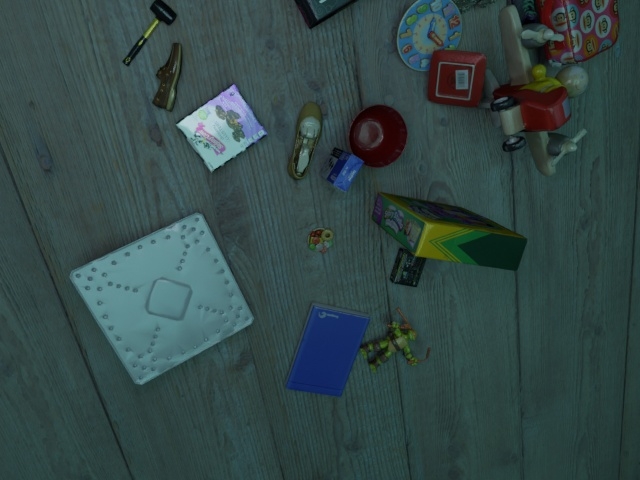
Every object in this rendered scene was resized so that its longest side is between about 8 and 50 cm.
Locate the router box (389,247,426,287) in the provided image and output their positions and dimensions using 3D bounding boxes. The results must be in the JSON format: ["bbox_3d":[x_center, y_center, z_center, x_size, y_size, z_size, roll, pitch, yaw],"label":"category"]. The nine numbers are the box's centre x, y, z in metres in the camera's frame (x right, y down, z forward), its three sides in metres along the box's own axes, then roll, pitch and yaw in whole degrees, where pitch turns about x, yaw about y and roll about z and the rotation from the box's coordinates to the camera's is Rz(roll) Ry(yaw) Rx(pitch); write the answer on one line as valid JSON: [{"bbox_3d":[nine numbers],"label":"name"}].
[{"bbox_3d":[0.298,0.093,1.575,0.092,0.038,0.122,12,104,-17],"label":"router box"}]

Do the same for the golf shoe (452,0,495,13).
[{"bbox_3d":[0.422,-0.715,1.344,0.176,0.069,0.086,-10,69,3],"label":"golf shoe"}]

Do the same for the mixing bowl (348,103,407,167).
[{"bbox_3d":[0.157,-0.313,1.381,0.181,0.098,0.181,-4,108,-13],"label":"mixing bowl"}]

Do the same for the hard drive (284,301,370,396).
[{"bbox_3d":[0.023,0.383,1.602,0.210,0.040,0.318,14,104,-17],"label":"hard drive"}]

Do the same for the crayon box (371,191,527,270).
[{"bbox_3d":[0.360,-0.035,1.374,0.313,0.363,0.106,8,106,-15],"label":"crayon box"}]

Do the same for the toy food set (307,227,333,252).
[{"bbox_3d":[0.000,0.000,1.486,0.083,0.020,0.082,4,106,-15],"label":"toy food set"}]

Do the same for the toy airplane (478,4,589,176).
[{"bbox_3d":[0.602,-0.408,1.311,0.272,0.386,0.384,-20,67,17],"label":"toy airplane"}]

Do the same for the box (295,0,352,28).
[{"bbox_3d":[0.055,-0.705,1.208,0.270,0.143,0.165,-31,109,-1],"label":"box"}]

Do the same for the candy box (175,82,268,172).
[{"bbox_3d":[-0.275,-0.313,1.296,0.196,0.070,0.165,-35,112,-1],"label":"candy box"}]

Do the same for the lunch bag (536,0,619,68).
[{"bbox_3d":[0.745,-0.673,1.361,0.258,0.120,0.293,-30,113,-19],"label":"lunch bag"}]

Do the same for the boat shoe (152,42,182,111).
[{"bbox_3d":[-0.406,-0.437,1.230,0.060,0.064,0.178,12,107,-18],"label":"boat shoe"}]

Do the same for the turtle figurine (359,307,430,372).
[{"bbox_3d":[0.249,0.355,1.622,0.217,0.087,0.269,-29,120,4],"label":"turtle figurine"}]

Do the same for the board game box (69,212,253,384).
[{"bbox_3d":[-0.451,0.168,1.370,0.390,0.050,0.390,-28,108,-16],"label":"board game box"}]

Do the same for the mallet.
[{"bbox_3d":[-0.446,-0.531,1.211,0.062,0.039,0.189,30,103,-22],"label":"mallet"}]

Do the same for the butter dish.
[{"bbox_3d":[0.414,-0.493,1.375,0.160,0.118,0.160,16,132,24],"label":"butter dish"}]

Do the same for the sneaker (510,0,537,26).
[{"bbox_3d":[0.613,-0.686,1.367,0.083,0.098,0.223,-4,108,-12],"label":"sneaker"}]

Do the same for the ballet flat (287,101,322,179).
[{"bbox_3d":[-0.038,-0.287,1.358,0.080,0.073,0.232,9,105,-16],"label":"ballet flat"}]

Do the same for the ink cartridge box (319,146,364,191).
[{"bbox_3d":[0.057,-0.208,1.333,0.046,0.207,0.097,29,99,-18],"label":"ink cartridge box"}]

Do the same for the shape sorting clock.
[{"bbox_3d":[0.317,-0.596,1.339,0.206,0.040,0.206,-11,124,-17],"label":"shape sorting clock"}]
